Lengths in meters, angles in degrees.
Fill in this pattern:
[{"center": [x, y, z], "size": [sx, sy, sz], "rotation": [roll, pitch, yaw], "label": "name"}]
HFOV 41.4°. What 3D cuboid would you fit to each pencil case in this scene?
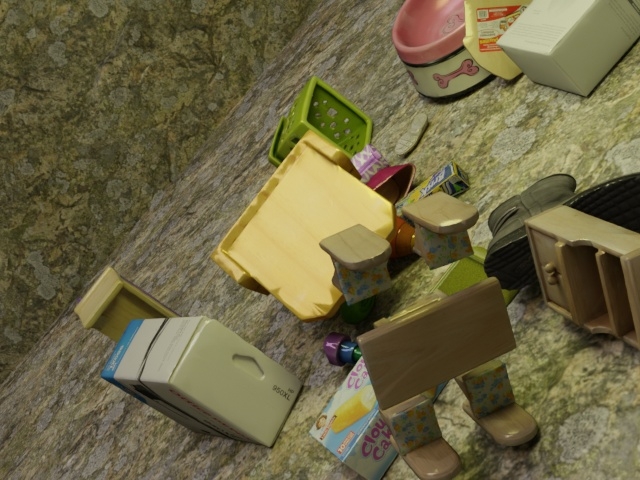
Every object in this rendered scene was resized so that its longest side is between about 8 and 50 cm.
[{"center": [0.081, -0.157, 2.174], "size": [0.206, 0.086, 0.088], "rotation": [-45, -10, 15], "label": "pencil case"}]

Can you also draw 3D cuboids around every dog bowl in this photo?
[{"center": [0.355, -0.561, 2.138], "size": [0.408, 0.150, 0.408], "rotation": [-32, 36, 27], "label": "dog bowl"}]

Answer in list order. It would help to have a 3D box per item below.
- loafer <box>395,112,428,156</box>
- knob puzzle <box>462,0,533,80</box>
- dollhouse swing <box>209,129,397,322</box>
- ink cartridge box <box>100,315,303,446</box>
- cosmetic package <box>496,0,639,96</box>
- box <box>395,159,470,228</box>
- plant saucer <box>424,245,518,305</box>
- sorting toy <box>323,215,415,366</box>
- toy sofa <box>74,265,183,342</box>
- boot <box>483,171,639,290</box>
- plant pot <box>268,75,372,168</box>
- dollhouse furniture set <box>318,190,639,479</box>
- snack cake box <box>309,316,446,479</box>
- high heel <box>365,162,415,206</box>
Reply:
[{"center": [0.234, -0.259, 2.129], "size": [0.045, 0.039, 0.125], "rotation": [30, 83, 32], "label": "loafer"}, {"center": [0.422, -0.460, 1.945], "size": [0.213, 0.213, 0.030], "rotation": [-52, -6, -3], "label": "knob puzzle"}, {"center": [0.000, 0.000, 1.832], "size": [0.346, 0.305, 0.315], "rotation": [-53, -16, 0], "label": "dollhouse swing"}, {"center": [-0.273, 0.308, 1.887], "size": [0.395, 0.285, 0.166], "rotation": [-11, 47, 56], "label": "ink cartridge box"}, {"center": [0.523, -0.435, 1.743], "size": [0.224, 0.138, 0.224], "rotation": [-48, 24, 3], "label": "cosmetic package"}, {"center": [0.243, -0.097, 1.851], "size": [0.169, 0.054, 0.059], "rotation": [-38, 27, 25], "label": "box"}, {"center": [0.267, 0.094, 1.550], "size": [0.188, 0.045, 0.188], "rotation": [-51, 24, -2], "label": "plant saucer"}, {"center": [0.131, 0.101, 1.750], "size": [0.126, 0.127, 0.365], "rotation": [11, 63, 30], "label": "sorting toy"}, {"center": [-0.455, 0.224, 2.234], "size": [0.150, 0.362, 0.177], "rotation": [-52, 29, -1], "label": "toy sofa"}, {"center": [0.423, -0.061, 1.424], "size": [0.338, 0.118, 0.222], "rotation": [-23, 20, 26], "label": "boot"}, {"center": [-0.011, -0.276, 2.352], "size": [0.207, 0.227, 0.228], "rotation": [-38, 27, 39], "label": "plant pot"}, {"center": [0.256, 0.120, 1.181], "size": [0.394, 0.362, 0.256], "rotation": [-23, 20, -11], "label": "dollhouse furniture set"}, {"center": [0.111, 0.278, 1.505], "size": [0.264, 0.089, 0.152], "rotation": [-54, 25, -9], "label": "snack cake box"}, {"center": [0.100, -0.029, 1.901], "size": [0.181, 0.127, 0.377], "rotation": [-40, 21, 47], "label": "high heel"}]
